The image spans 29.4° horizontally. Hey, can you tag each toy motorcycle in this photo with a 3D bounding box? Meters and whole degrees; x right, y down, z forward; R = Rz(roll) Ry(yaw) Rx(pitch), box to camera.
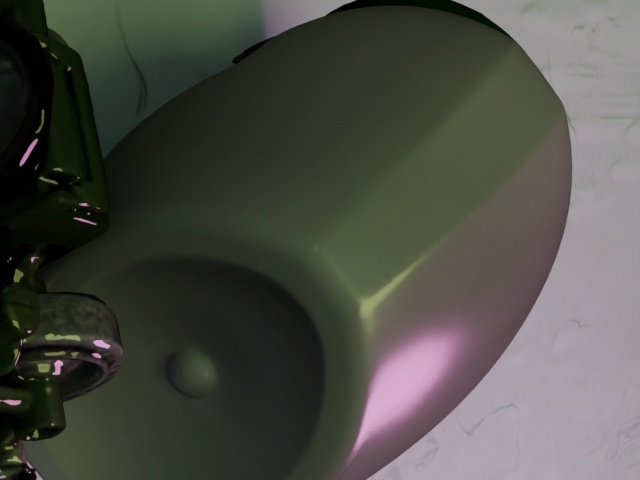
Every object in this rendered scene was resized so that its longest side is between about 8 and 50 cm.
[{"bbox_3d":[-0.191,0.015,0.510,0.127,0.275,0.205,21,49,-57],"label":"toy motorcycle"}]

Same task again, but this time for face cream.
[{"bbox_3d":[0.000,0.000,0.692,0.219,0.312,0.357,51,32,-4],"label":"face cream"}]
